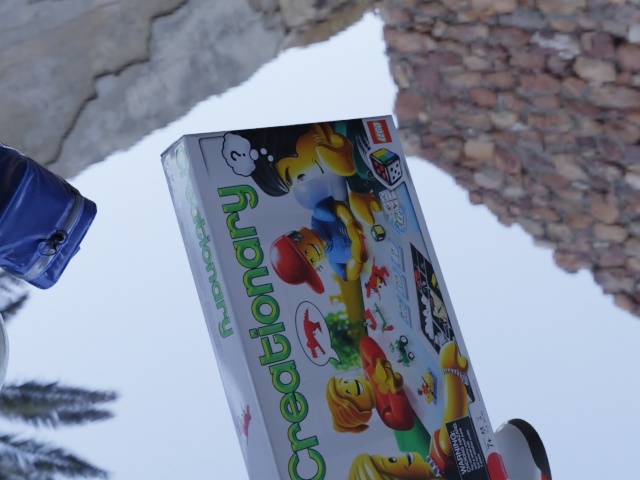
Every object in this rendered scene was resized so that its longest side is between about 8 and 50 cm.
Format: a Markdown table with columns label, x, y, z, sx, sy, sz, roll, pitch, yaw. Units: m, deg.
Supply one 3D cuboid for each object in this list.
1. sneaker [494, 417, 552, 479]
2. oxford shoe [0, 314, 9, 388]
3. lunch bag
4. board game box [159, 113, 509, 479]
| label | x | y | z | sx | sy | sz | roll | pitch | yaw |
| --- | --- | --- | --- | --- | --- | --- | --- | --- | --- |
| sneaker | 0.136 | 0.308 | 1.004 | 0.144 | 0.270 | 0.090 | 5 | -174 | -22 |
| oxford shoe | -0.438 | 0.056 | 0.687 | 0.449 | 0.169 | 0.130 | 7 | -174 | 9 |
| lunch bag | -0.181 | -0.014 | 0.621 | 0.098 | 0.065 | 0.067 | 26 | -97 | 46 |
| board game box | 0.012 | 0.060 | 0.767 | 0.193 | 0.305 | 0.053 | -11 | 168 | -34 |
